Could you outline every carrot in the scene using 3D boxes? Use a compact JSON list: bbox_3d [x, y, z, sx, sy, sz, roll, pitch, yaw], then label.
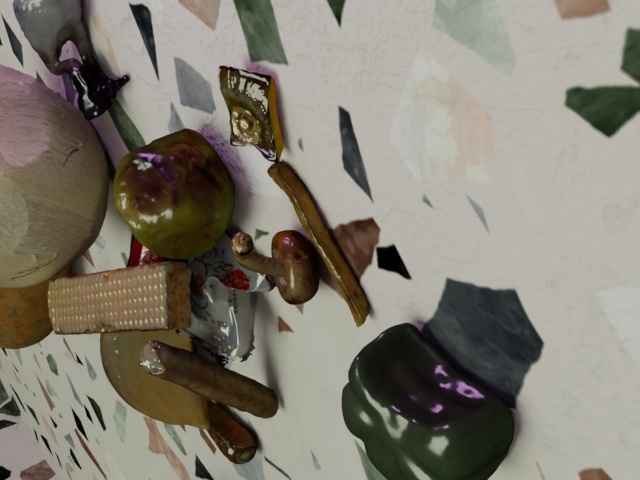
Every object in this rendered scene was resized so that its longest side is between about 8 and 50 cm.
[{"bbox_3d":[-0.160,0.302,1.468,0.161,0.055,0.055,35,141,44],"label":"carrot"},{"bbox_3d":[-0.623,0.080,1.868,0.224,0.224,0.341,55,144,14],"label":"carrot"}]

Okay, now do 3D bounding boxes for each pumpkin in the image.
[{"bbox_3d":[-0.070,-0.140,0.975,0.073,0.035,0.101,21,129,35],"label":"pumpkin"}]

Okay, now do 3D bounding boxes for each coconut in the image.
[{"bbox_3d":[-0.519,-0.105,1.376,0.346,0.346,0.360,42,-177,33],"label":"coconut"}]

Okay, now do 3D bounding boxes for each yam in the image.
[{"bbox_3d":[-0.146,0.190,1.215,0.057,0.057,0.241,28,175,46],"label":"yam"}]

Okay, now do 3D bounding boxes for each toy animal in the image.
[{"bbox_3d":[-0.368,-0.324,1.243,0.195,0.090,0.324,19,139,43],"label":"toy animal"}]

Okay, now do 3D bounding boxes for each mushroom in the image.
[{"bbox_3d":[-0.042,0.022,1.007,0.129,0.073,0.088,39,-150,-49],"label":"mushroom"}]

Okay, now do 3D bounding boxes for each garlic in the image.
[{"bbox_3d":[-0.229,0.127,1.388,0.196,0.151,0.338,23,125,21],"label":"garlic"}]

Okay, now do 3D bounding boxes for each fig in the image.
[{"bbox_3d":[-0.176,-0.046,1.109,0.154,0.144,0.166,50,155,47],"label":"fig"}]

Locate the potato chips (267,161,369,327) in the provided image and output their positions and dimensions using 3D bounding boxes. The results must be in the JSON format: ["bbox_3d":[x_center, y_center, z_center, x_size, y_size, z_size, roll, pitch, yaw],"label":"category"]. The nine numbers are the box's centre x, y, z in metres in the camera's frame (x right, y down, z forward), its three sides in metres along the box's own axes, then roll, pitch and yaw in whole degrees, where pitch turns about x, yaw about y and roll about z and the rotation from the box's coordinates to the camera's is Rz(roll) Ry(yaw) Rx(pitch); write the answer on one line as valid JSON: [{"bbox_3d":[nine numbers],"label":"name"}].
[{"bbox_3d":[0.000,0.000,0.984,0.204,0.026,0.037,59,154,5],"label":"potato chips"}]

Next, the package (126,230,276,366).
[{"bbox_3d":[-0.166,0.040,1.215,0.269,0.071,0.194,34,105,39],"label":"package"}]

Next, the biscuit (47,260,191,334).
[{"bbox_3d":[-0.289,0.085,1.271,0.378,0.054,0.094,-10,82,50],"label":"biscuit"}]

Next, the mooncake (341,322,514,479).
[{"bbox_3d":[0.101,0.169,0.884,0.175,0.104,0.168,1,109,55],"label":"mooncake"}]
